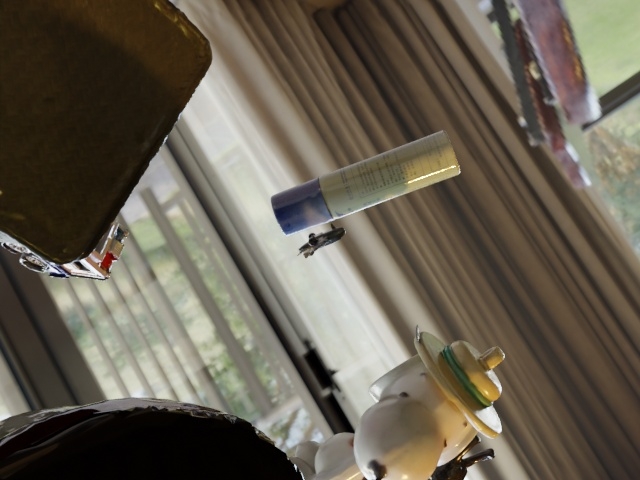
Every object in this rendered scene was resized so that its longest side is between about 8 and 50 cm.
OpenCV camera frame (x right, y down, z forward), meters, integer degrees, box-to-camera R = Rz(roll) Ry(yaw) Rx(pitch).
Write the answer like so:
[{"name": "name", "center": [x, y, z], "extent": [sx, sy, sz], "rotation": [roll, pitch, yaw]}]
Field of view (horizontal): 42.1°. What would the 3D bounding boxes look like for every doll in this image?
[{"name": "doll", "center": [0.073, 0.207, 0.934], "extent": [0.208, 0.144, 0.271], "rotation": [-33, 174, -32]}, {"name": "doll", "center": [0.156, 0.316, 1.180], "extent": [0.165, 0.139, 0.057], "rotation": [-51, 150, 4]}]

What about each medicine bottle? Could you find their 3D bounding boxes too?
[{"name": "medicine bottle", "center": [0.054, -0.070, 1.030], "extent": [0.231, 0.059, 0.059], "rotation": [-20, 171, 8]}]

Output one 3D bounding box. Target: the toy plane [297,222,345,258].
[{"name": "toy plane", "center": [0.000, 0.000, 1.303], "extent": [0.083, 0.031, 0.078], "rotation": [-31, -164, 10]}]

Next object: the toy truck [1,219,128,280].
[{"name": "toy truck", "center": [-0.432, -0.047, 1.292], "extent": [0.155, 0.124, 0.268], "rotation": [6, 153, 24]}]

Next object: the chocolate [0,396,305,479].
[{"name": "chocolate", "center": [-0.145, 0.219, 0.465], "extent": [0.186, 0.283, 0.283], "rotation": [-5, -170, 42]}]

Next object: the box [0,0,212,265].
[{"name": "box", "center": [-0.231, -0.129, 0.500], "extent": [0.143, 0.273, 0.184], "rotation": [7, -116, 49]}]
